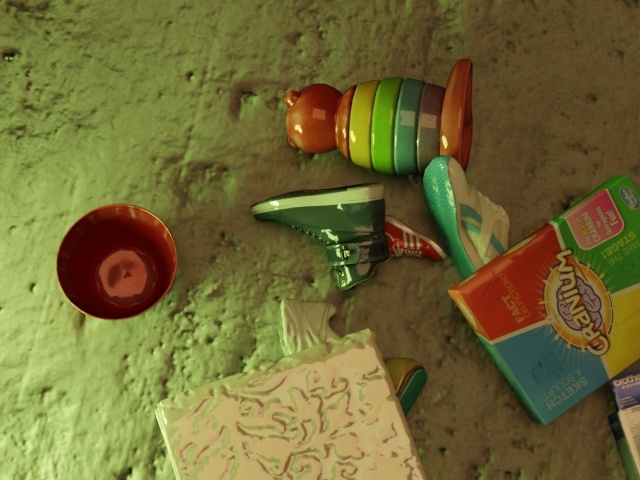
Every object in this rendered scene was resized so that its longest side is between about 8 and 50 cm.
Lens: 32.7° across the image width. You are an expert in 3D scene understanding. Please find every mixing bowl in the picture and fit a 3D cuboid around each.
[{"bbox_3d":[-0.303,0.045,1.668,0.181,0.098,0.181,0,72,0],"label":"mixing bowl"}]

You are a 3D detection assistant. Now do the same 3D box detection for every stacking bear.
[{"bbox_3d":[0.087,-0.186,1.722,0.289,0.175,0.164,5,47,12],"label":"stacking bear"}]

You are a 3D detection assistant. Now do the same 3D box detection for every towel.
[{"bbox_3d":[-0.028,0.319,1.522,0.331,0.053,0.317,-19,76,-6],"label":"towel"}]

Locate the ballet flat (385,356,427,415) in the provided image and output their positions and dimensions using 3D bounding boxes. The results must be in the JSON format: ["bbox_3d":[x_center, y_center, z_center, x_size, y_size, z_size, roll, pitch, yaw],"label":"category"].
[{"bbox_3d":[0.080,0.278,1.630,0.073,0.080,0.232,19,68,34],"label":"ballet flat"}]

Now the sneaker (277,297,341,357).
[{"bbox_3d":[0.002,0.194,1.637,0.115,0.090,0.232,-4,74,-6],"label":"sneaker"}]

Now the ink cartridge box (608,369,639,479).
[{"bbox_3d":[0.551,0.334,1.617,0.185,0.065,0.311,-14,76,-6],"label":"ink cartridge box"}]

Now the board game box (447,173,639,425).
[{"bbox_3d":[0.388,0.087,1.635,0.316,0.064,0.242,-34,93,-7],"label":"board game box"}]

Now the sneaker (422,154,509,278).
[{"bbox_3d":[0.228,-0.041,1.672,0.092,0.229,0.087,-34,32,-15],"label":"sneaker"}]

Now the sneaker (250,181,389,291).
[{"bbox_3d":[0.000,0.000,1.695,0.226,0.086,0.163,-3,101,27],"label":"sneaker"}]

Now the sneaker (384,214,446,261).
[{"bbox_3d":[0.135,0.016,1.716,0.118,0.042,0.067,31,71,16],"label":"sneaker"}]
